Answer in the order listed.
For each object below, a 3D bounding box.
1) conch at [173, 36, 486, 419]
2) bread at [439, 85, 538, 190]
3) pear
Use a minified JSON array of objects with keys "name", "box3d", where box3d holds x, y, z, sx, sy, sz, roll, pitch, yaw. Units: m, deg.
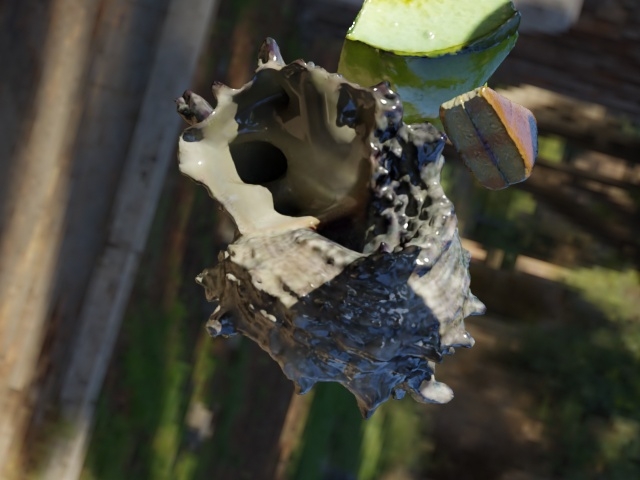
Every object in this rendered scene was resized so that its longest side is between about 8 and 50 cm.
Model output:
[{"name":"conch","box3d":[-0.003,0.001,1.413,0.240,0.313,0.186,-24,179,-34]},{"name":"bread","box3d":[0.122,-0.065,1.264,0.109,0.043,0.062,10,63,-64]},{"name":"pear","box3d":[0.113,-0.200,1.940,0.292,0.159,0.292,20,90,-89]}]
